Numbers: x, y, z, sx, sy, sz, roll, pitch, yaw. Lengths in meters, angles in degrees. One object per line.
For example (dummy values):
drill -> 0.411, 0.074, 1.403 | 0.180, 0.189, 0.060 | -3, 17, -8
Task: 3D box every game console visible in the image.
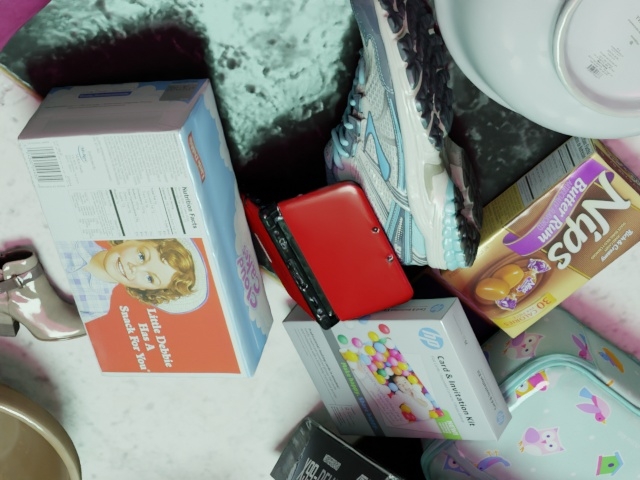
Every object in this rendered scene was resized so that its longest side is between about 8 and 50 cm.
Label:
game console -> 0.000, 0.000, 1.433 | 0.085, 0.124, 0.144 | -34, 122, -10

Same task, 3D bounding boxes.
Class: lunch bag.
lunch bag -> 0.244, 0.213, 1.585 | 0.279, 0.108, 0.224 | 36, 113, -25

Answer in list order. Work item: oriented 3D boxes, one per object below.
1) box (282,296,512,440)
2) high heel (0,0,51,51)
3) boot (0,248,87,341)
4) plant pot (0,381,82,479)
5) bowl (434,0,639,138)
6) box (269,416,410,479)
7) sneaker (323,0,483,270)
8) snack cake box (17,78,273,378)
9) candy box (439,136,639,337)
box -> 0.071, 0.121, 1.485 | 0.186, 0.038, 0.145 | -3, 124, 38
high heel -> -0.277, -0.179, 1.307 | 0.377, 0.127, 0.181 | -30, 150, 9
boot -> -0.264, 0.048, 1.471 | 0.118, 0.042, 0.087 | -4, 121, -3
plant pot -> -0.347, 0.210, 1.529 | 0.237, 0.110, 0.237 | -3, 123, -4
bowl -> 0.248, -0.194, 1.303 | 0.297, 0.134, 0.298 | -2, 123, -4
box -> 0.122, 0.300, 1.539 | 0.307, 0.242, 0.076 | 34, 85, -19
sneaker -> 0.053, -0.091, 1.371 | 0.122, 0.110, 0.283 | -6, 119, 18
snack cake box -> -0.147, -0.005, 1.394 | 0.152, 0.089, 0.264 | -2, 125, 17
candy box -> 0.212, -0.005, 1.472 | 0.186, 0.053, 0.109 | -39, 118, 20
